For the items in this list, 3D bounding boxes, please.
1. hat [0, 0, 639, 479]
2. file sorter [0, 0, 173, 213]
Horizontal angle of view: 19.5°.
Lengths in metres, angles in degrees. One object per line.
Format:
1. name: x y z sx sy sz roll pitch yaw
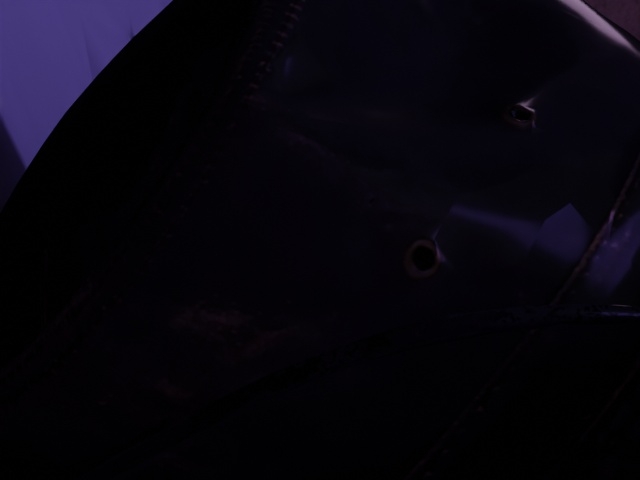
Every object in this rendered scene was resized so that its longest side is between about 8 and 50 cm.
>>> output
1. hat: 0.000 0.000 0.459 0.134 0.331 0.331 47 21 -10
2. file sorter: -0.041 -0.163 0.653 0.278 0.173 0.193 -76 147 -61
